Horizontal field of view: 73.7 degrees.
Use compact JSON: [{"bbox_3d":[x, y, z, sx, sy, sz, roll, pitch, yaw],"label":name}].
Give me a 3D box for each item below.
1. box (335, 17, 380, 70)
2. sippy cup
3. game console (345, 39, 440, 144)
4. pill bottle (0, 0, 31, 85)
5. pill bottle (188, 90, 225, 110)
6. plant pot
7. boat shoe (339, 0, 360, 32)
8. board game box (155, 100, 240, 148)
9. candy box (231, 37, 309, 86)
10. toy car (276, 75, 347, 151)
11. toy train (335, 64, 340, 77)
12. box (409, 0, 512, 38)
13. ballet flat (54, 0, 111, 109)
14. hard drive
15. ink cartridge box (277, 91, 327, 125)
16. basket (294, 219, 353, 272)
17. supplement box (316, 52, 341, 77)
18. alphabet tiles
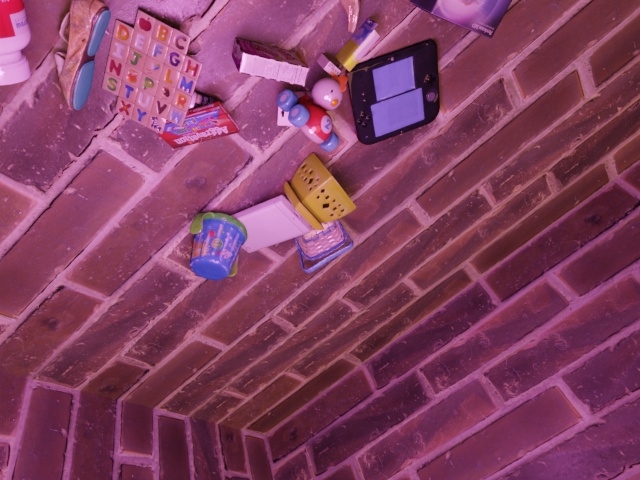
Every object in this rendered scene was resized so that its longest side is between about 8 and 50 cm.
[{"bbox_3d":[0.138,-0.707,1.540,0.042,0.109,0.178,33,112,-35],"label":"box"},{"bbox_3d":[-0.446,0.038,1.814,0.305,0.224,0.240,30,137,-28],"label":"sippy cup"},{"bbox_3d":[0.305,-0.591,1.746,0.386,0.060,0.342,-21,134,-5],"label":"game console"},{"bbox_3d":[-0.899,-0.628,1.094,0.228,0.229,0.408,-5,131,-18],"label":"pill bottle"},{"bbox_3d":[-0.432,-0.473,1.516,0.169,0.094,0.094,14,123,-32],"label":"pill bottle"},{"bbox_3d":[-0.016,-0.195,1.827,0.207,0.227,0.228,-40,133,6],"label":"plant pot"},{"bbox_3d":[0.099,-0.820,1.466,0.072,0.068,0.190,0,120,-7],"label":"boat shoe"},{"bbox_3d":[-0.446,-0.404,1.518,0.281,0.027,0.145,-10,155,17],"label":"board game box"},{"bbox_3d":[-0.172,-0.610,1.461,0.233,0.159,0.071,3,129,-26],"label":"candy box"},{"bbox_3d":[0.013,-0.485,1.517,0.238,0.210,0.219,-44,141,16],"label":"toy car"},{"bbox_3d":[0.047,-0.601,1.654,0.036,0.027,0.158,4,128,-12],"label":"toy train"},{"bbox_3d":[0.525,-0.908,1.479,0.296,0.183,0.294,6,128,-26],"label":"box"},{"bbox_3d":[-0.743,-0.574,1.300,0.123,0.123,0.349,15,122,-32],"label":"ballet flat"},{"bbox_3d":[-0.249,-0.063,1.890,0.352,0.047,0.233,-18,138,27],"label":"hard drive"},{"bbox_3d":[-0.076,-0.510,1.652,0.198,0.067,0.115,-7,131,-19],"label":"ink cartridge box"},{"bbox_3d":[0.000,0.000,1.972,0.254,0.289,0.201,-30,134,3],"label":"basket"},{"bbox_3d":[0.029,-0.639,1.561,0.062,0.098,0.036,27,115,-38],"label":"supplement box"},{"bbox_3d":[-0.550,-0.535,1.388,0.284,0.011,0.343,26,119,-8],"label":"alphabet tiles"}]
